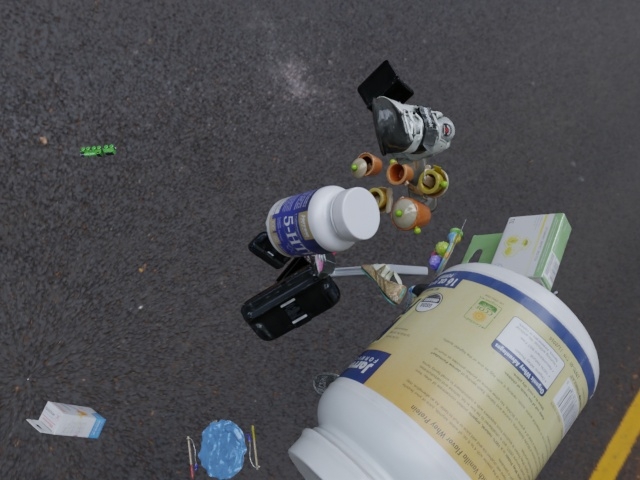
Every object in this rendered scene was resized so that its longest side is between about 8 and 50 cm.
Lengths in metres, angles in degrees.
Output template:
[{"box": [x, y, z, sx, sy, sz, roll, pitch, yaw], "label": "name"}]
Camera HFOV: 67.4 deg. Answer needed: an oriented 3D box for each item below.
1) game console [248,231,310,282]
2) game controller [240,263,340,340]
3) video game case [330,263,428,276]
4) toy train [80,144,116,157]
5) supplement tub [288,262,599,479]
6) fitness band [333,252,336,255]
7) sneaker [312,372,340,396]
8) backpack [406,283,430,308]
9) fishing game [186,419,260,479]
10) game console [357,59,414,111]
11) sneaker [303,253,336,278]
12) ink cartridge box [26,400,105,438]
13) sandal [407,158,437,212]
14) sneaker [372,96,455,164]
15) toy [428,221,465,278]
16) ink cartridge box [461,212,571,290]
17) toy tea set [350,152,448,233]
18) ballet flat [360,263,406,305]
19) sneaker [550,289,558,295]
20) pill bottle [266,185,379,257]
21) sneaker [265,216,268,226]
[{"box": [-0.142, 0.069, 1.989, 0.213, 0.044, 0.361, -50, 132, 0], "label": "game console"}, {"box": [-0.096, 0.205, 1.547, 0.166, 0.319, 0.067, 54, 13, -25], "label": "game controller"}, {"box": [0.207, 0.120, 1.839, 0.329, 0.300, 0.036, 8, 78, -54], "label": "video game case"}, {"box": [-0.495, -0.197, 1.067, 0.083, 0.017, 0.023, -5, 61, 6], "label": "toy train"}, {"box": [0.141, 0.200, 0.558, 0.316, 0.228, 0.228, -39, 98, -24], "label": "supplement tub"}, {"box": [0.000, 0.000, 2.171, 0.291, 0.054, 0.209, -43, 131, -33], "label": "fitness band"}, {"box": [0.118, 0.581, 1.885, 0.296, 0.178, 0.123, 18, 84, 6], "label": "sneaker"}, {"box": [0.416, 0.280, 1.722, 0.225, 0.191, 0.253, 0, 100, -16], "label": "backpack"}, {"box": [-0.326, 0.694, 1.603, 0.041, 0.264, 0.189, 34, 39, -65], "label": "fishing game"}, {"box": [0.184, -0.423, 1.360, 0.107, 0.122, 0.071, 30, 39, -30], "label": "game console"}, {"box": [-0.010, 0.045, 1.352, 0.072, 0.077, 0.178, 29, 33, -28], "label": "sneaker"}, {"box": [-0.747, 0.527, 1.415, 0.181, 0.104, 0.061, 37, 69, -50], "label": "ink cartridge box"}, {"box": [0.315, -0.193, 1.530, 0.060, 0.090, 0.219, -16, 98, -65], "label": "sandal"}, {"box": [0.203, -0.240, 1.015, 0.330, 0.146, 0.122, -8, 90, -67], "label": "sneaker"}, {"box": [0.371, 0.038, 1.460, 0.056, 0.137, 0.237, 28, 46, 17], "label": "toy"}, {"box": [0.399, 0.028, 1.044, 0.056, 0.235, 0.171, 48, 59, -28], "label": "ink cartridge box"}, {"box": [0.205, -0.155, 1.432, 0.124, 0.336, 0.200, 1, 109, -46], "label": "toy tea set"}, {"box": [0.181, 0.107, 1.348, 0.073, 0.206, 0.067, 35, 97, -34], "label": "ballet flat"}, {"box": [0.553, 0.199, 1.391, 0.269, 0.153, 0.101, -25, 85, -9], "label": "sneaker"}, {"box": [0.004, -0.033, 0.816, 0.112, 0.187, 0.112, 7, 79, -40], "label": "pill bottle"}, {"box": [-0.115, -0.056, 1.871, 0.083, 0.215, 0.084, 32, 80, -49], "label": "sneaker"}]
